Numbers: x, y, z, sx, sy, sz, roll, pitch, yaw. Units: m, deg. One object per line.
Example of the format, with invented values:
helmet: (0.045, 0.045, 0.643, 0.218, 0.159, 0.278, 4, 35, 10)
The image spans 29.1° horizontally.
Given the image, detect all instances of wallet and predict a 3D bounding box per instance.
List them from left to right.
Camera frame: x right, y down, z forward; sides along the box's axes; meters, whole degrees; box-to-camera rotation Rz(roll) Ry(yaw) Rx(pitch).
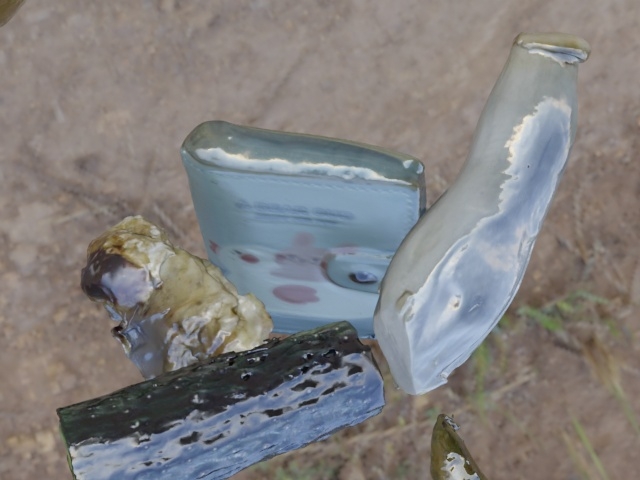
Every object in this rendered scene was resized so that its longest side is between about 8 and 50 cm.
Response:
wallet: (0.000, 0.000, 1.286, 0.252, 0.083, 0.360, 5, 152, 6)

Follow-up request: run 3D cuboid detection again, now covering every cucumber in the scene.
cucumber: (-0.056, 0.115, 0.786, 0.211, 0.078, 0.062, -16, -169, -17)

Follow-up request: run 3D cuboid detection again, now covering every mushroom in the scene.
mushroom: (0.146, -0.028, 1.091, 0.109, 0.351, 0.097, 32, 171, -22)

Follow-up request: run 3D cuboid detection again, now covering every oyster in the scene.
oyster: (-0.139, 0.070, 1.106, 0.107, 0.233, 0.161, 2, 134, -45)

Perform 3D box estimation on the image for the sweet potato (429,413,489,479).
sweet potato: (0.240, 0.396, 1.532, 0.130, 0.130, 0.423, -31, 114, 14)

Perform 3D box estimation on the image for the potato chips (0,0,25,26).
potato chips: (-0.297, -0.255, 1.152, 0.150, 0.049, 0.202, -64, -178, -21)
